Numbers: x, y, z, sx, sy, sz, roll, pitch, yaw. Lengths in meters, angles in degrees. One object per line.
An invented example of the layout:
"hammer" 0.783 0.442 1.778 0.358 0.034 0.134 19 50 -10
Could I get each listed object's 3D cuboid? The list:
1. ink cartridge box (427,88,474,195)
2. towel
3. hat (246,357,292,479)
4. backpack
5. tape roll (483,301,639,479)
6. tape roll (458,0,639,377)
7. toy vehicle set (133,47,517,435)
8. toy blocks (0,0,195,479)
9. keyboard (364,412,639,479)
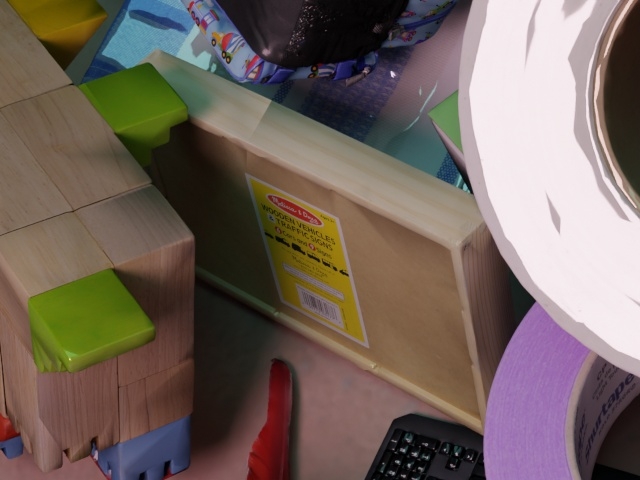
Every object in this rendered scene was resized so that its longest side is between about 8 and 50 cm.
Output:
"ink cartridge box" 0.192 -0.072 1.001 0.219 0.160 0.092 -37 54 0
"towel" 0.002 -0.128 1.136 0.285 0.034 0.209 26 80 16
"hat" 0.003 0.196 1.002 0.173 0.183 0.208 -1 103 36
"backpack" 0.012 -0.175 1.065 0.173 0.117 0.158 -10 48 -35
"tape roll" 0.226 0.116 0.892 0.275 0.090 0.274 -6 57 10
"tape roll" 0.212 -0.070 0.807 0.286 0.100 0.286 4 99 26
"toy vehicle set" 0.000 0.000 1.035 0.267 0.166 0.035 27 57 33
"toy blocks" -0.188 0.020 1.052 0.191 0.261 0.381 -21 49 -25
"keyboard" 0.106 0.157 0.975 0.192 0.038 0.100 12 66 30
